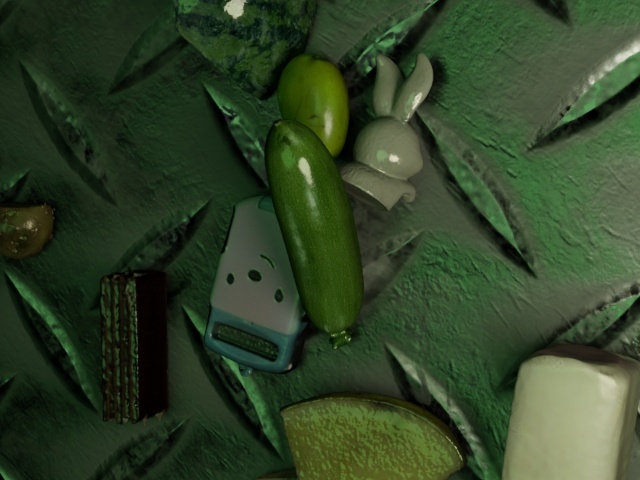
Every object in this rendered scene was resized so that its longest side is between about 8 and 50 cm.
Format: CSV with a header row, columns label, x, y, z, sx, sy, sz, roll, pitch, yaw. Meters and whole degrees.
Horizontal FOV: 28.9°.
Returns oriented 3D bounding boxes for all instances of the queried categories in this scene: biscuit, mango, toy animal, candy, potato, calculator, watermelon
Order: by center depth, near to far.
label,x,y,z,sx,sy,sz,roll,pitch,yaw
candy,0.332,0.316,1.663,0.145,0.208,0.358,10,99,22
toy animal,0.109,-0.153,1.789,0.104,0.131,0.220,12,73,54
mango,-0.004,-0.194,1.813,0.117,0.089,0.163,-30,74,49
watermelon,-0.131,-0.368,1.816,0.176,0.260,0.256,18,86,35
potato,0.102,0.335,1.822,0.255,0.112,0.269,-16,92,21
calculator,-0.086,0.072,1.908,0.173,0.051,0.293,19,103,20
biscuit,-0.295,0.172,1.980,0.070,0.106,0.252,2,97,22
potato,-0.539,-0.018,2.077,0.172,0.089,0.100,5,100,22

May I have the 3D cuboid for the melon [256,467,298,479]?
label,x,y,z,sx,sy,sz,roll,pitch,yaw
melon,-0.028,0.441,1.923,0.098,0.054,0.182,-21,93,30

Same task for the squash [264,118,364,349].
label,x,y,z,sx,sy,sz,roll,pitch,yaw
squash,0.000,0.000,1.756,0.107,0.107,0.395,6,131,23
